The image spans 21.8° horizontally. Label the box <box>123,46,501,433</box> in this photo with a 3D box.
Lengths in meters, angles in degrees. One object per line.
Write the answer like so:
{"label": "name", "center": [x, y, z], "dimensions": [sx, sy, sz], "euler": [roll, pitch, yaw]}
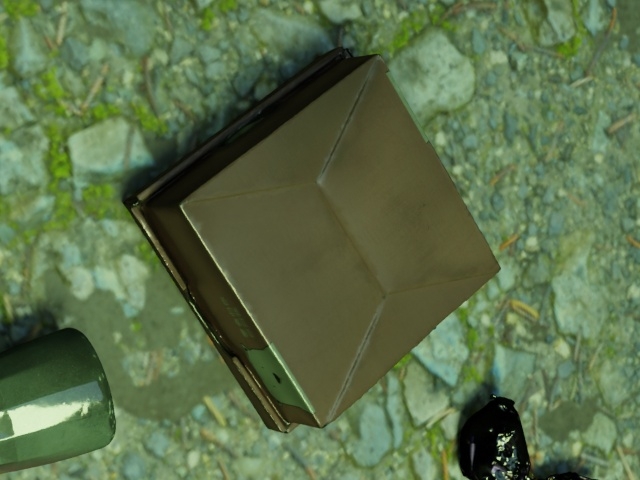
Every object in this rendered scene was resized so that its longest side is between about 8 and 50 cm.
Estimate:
{"label": "box", "center": [0.000, 0.000, 1.230], "dimensions": [0.215, 0.086, 0.215], "euler": [-38, 108, -23]}

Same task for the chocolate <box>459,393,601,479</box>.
{"label": "chocolate", "center": [0.169, 0.189, 1.352], "dimensions": [0.147, 0.070, 0.072], "euler": [39, 82, -14]}

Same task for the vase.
{"label": "vase", "center": [-0.248, 0.128, 1.097], "dimensions": [0.214, 0.086, 0.086], "euler": [-17, 99, -24]}
